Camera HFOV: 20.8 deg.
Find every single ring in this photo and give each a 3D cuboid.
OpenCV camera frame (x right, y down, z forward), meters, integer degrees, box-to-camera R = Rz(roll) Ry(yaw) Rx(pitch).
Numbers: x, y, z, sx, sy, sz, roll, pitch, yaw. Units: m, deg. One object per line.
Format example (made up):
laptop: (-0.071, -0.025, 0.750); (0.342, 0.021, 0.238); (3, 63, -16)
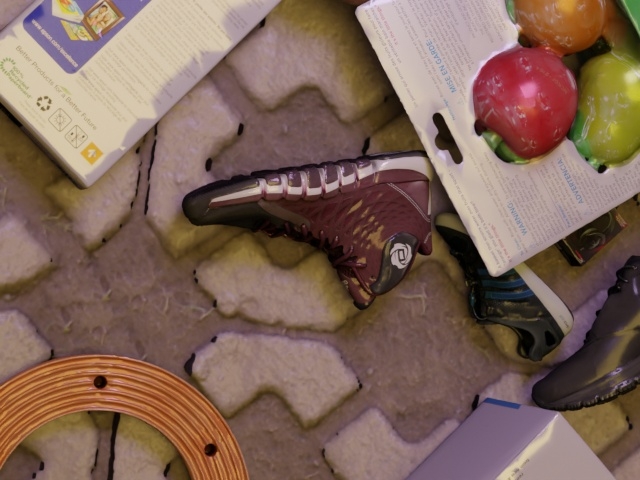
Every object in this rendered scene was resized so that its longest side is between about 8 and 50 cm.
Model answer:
ring: (-0.237, 0.284, 1.810); (0.337, 0.032, 0.336); (0, 91, -17)

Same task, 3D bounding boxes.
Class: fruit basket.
fruit basket: (0.254, -0.183, 1.895); (0.353, 0.165, 0.327); (-30, 96, -9)

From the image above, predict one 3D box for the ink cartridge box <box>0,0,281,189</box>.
ink cartridge box: (-0.177, -0.241, 1.811); (0.371, 0.069, 0.176); (-45, 102, -10)

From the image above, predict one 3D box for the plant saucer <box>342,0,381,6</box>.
plant saucer: (0.039, -0.346, 1.849); (0.198, 0.036, 0.198); (13, 66, -32)

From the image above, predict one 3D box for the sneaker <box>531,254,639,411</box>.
sneaker: (0.351, 0.091, 1.941); (0.286, 0.109, 0.130); (-31, 83, -2)

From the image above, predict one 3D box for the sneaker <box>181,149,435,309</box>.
sneaker: (0.000, 0.000, 1.844); (0.281, 0.106, 0.162); (-9, 95, -17)

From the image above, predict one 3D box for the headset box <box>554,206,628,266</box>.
headset box: (0.300, -0.020, 1.967); (0.083, 0.032, 0.062); (-40, 100, -11)

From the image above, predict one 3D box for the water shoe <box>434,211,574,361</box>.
water shoe: (0.191, 0.053, 1.914); (0.203, 0.073, 0.080); (42, 81, -12)

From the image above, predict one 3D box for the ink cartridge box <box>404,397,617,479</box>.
ink cartridge box: (0.233, 0.336, 1.860); (0.197, 0.198, 0.270); (-44, 102, -13)
